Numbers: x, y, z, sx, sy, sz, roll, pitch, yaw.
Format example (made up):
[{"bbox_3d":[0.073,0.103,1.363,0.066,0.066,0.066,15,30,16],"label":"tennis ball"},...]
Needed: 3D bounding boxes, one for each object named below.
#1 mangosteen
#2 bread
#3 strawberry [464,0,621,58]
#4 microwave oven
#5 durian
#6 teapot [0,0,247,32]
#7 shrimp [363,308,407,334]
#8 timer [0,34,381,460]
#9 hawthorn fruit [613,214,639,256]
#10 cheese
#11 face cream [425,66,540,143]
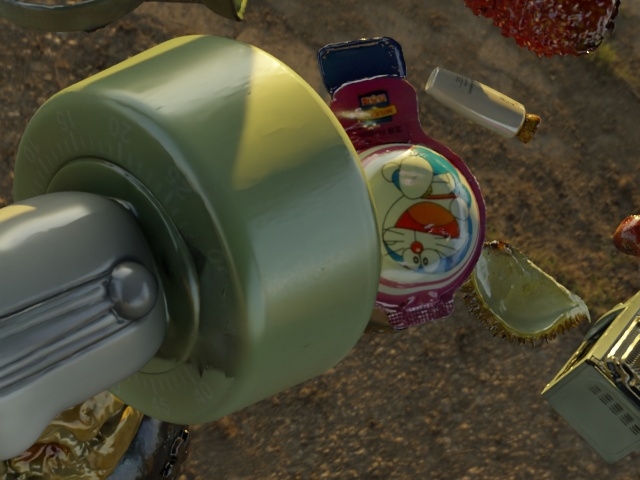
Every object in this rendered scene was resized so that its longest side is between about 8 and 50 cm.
[{"bbox_3d":[-0.273,0.227,0.989,0.243,0.243,0.243,8,63,-16],"label":"mangosteen"},{"bbox_3d":[-0.283,0.164,0.768,0.245,0.244,0.134,3,41,-18],"label":"bread"},{"bbox_3d":[0.336,-0.425,1.239,0.233,0.138,0.306,-43,53,8],"label":"strawberry"},{"bbox_3d":[0.451,0.196,1.193,0.162,0.122,0.208,45,48,12],"label":"microwave oven"},{"bbox_3d":[0.306,0.094,1.307,0.252,0.144,0.139,38,84,-1],"label":"durian"},{"bbox_3d":[-0.242,-0.306,0.803,0.337,0.200,0.270,4,58,2],"label":"teapot"},{"bbox_3d":[0.002,0.004,0.785,0.262,0.117,0.066,36,11,-29],"label":"shrimp"},{"bbox_3d":[-0.161,0.030,0.556,0.315,0.291,0.290,-29,77,-45],"label":"timer"},{"bbox_3d":[0.565,-0.009,1.466,0.077,0.077,0.077,8,63,-16],"label":"hawthorn fruit"},{"bbox_3d":[0.057,-0.051,0.673,0.155,0.062,0.244,-10,83,-12],"label":"cheese"},{"bbox_3d":[0.250,-0.208,1.256,0.182,0.051,0.072,25,44,-8],"label":"face cream"}]
